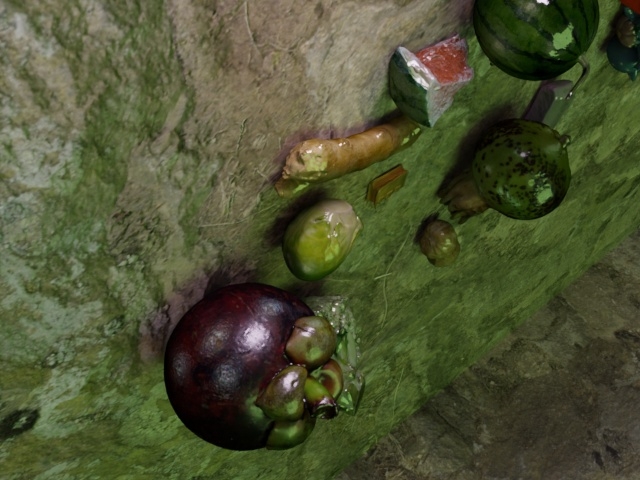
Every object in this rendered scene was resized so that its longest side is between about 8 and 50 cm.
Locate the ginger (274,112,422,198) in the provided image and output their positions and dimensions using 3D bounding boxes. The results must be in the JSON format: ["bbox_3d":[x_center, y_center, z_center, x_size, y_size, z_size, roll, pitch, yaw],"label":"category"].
[{"bbox_3d":[0.055,-0.145,1.468,0.299,0.065,0.118,-23,164,-35],"label":"ginger"}]

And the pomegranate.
[{"bbox_3d":[0.378,-0.142,1.872,0.222,0.277,0.203,33,66,-42],"label":"pomegranate"}]

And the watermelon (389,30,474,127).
[{"bbox_3d":[0.179,-0.248,1.451,0.158,0.098,0.121,-27,154,-40],"label":"watermelon"}]

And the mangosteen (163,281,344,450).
[{"bbox_3d":[-0.116,0.222,1.540,0.300,0.300,0.300,-34,156,-18],"label":"mangosteen"}]

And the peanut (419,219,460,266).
[{"bbox_3d":[0.272,0.012,2.068,0.089,0.089,0.193,-41,157,-2],"label":"peanut"}]

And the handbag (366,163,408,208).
[{"bbox_3d":[0.126,-0.102,1.705,0.083,0.027,0.061,-32,154,-25],"label":"handbag"}]

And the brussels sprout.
[{"bbox_3d":[-0.004,-0.001,1.564,0.155,0.118,0.155,-55,161,-29],"label":"brussels sprout"}]

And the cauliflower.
[{"bbox_3d":[-0.001,0.240,1.823,0.275,0.250,0.272,-34,158,-29],"label":"cauliflower"}]

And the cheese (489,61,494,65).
[{"bbox_3d":[0.325,-0.346,1.574,0.084,0.041,0.060,-24,148,-2],"label":"cheese"}]

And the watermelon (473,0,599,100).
[{"bbox_3d":[0.339,-0.333,1.393,0.188,0.215,0.188,-44,164,-16],"label":"watermelon"}]

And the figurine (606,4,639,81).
[{"bbox_3d":[0.671,-0.432,1.899,0.144,0.114,0.178,-39,148,-12],"label":"figurine"}]

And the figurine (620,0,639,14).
[{"bbox_3d":[0.405,-0.452,1.081,0.306,0.412,0.241,-46,180,36],"label":"figurine"}]

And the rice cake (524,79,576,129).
[{"bbox_3d":[0.445,-0.207,1.986,0.073,0.056,0.365,-18,148,-34],"label":"rice cake"}]
